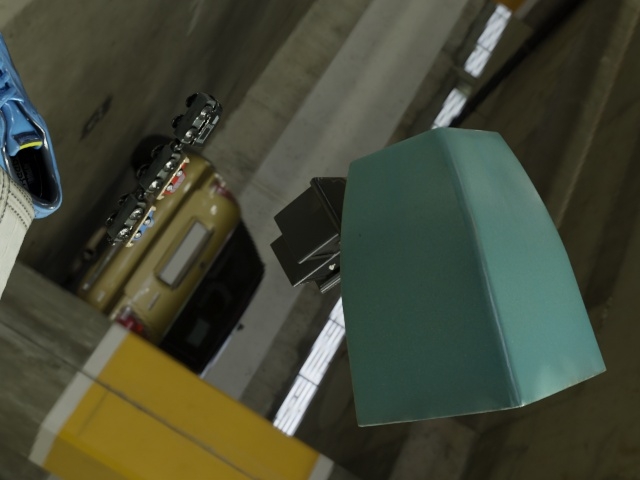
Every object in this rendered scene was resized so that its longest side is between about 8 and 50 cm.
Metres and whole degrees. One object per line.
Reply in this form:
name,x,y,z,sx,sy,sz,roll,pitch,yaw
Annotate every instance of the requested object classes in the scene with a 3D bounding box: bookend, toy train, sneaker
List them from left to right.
sneaker,-0.264,-0.117,0.675,0.082,0.209,0.069,7,-149,46
toy train,-0.132,-0.057,0.691,0.158,0.027,0.036,-52,156,18
bookend,0.000,0.000,0.931,0.156,0.072,0.157,-37,164,29

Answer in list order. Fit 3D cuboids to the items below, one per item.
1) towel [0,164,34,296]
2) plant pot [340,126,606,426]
towel,-0.268,0.055,0.395,0.312,0.056,0.324,75,32,-67
plant pot,0.117,0.027,0.737,0.165,0.234,0.165,-18,172,41
